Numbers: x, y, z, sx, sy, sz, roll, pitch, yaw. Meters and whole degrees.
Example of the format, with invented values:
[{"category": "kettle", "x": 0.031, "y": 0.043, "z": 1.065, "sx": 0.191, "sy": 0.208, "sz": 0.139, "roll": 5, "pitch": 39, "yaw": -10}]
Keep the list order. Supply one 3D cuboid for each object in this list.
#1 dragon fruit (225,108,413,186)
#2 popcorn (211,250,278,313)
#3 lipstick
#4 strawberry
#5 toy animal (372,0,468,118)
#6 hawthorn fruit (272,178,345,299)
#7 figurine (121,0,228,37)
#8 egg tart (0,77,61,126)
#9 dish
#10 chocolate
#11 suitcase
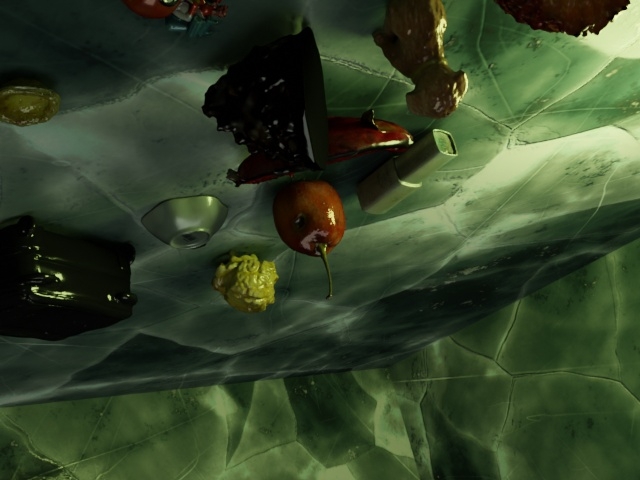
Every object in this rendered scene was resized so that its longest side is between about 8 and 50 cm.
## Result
[{"category": "dragon fruit", "x": -0.004, "y": -0.172, "z": 1.379, "sx": 0.344, "sy": 0.100, "sz": 0.282, "roll": -13, "pitch": -172, "yaw": 5}, {"category": "popcorn", "x": -0.191, "y": 0.107, "z": 1.954, "sx": 0.180, "sy": 0.170, "sz": 0.180, "roll": -22, "pitch": 176, "yaw": -1}, {"category": "lipstick", "x": 0.184, "y": -0.148, "z": 1.660, "sx": 0.077, "sy": 0.079, "sz": 0.253, "roll": 4, "pitch": 151, "yaw": -37}, {"category": "strawberry", "x": 0.319, "y": -0.391, "z": 1.072, "sx": 0.234, "sy": 0.234, "sz": 0.178, "roll": -6, "pitch": -175, "yaw": -24}, {"category": "toy animal", "x": 0.165, "y": -0.287, "z": 1.149, "sx": 0.104, "sy": 0.185, "sz": 0.184, "roll": -7, "pitch": 157, "yaw": -16}, {"category": "hawthorn fruit", "x": 0.000, "y": 0.000, "z": 1.622, "sx": 0.165, "sy": 0.285, "sz": 0.165, "roll": -19, "pitch": 153, "yaw": -11}, {"category": "figurine", "x": -0.197, "y": -0.316, "z": 1.001, "sx": 0.140, "sy": 0.068, "sz": 0.075, "roll": 7, "pitch": 153, "yaw": -33}, {"category": "egg tart", "x": -0.440, "y": -0.209, "z": 1.133, "sx": 0.105, "sy": 0.039, "sz": 0.105, "roll": -13, "pitch": 159, "yaw": -5}, {"category": "dish", "x": -0.289, "y": -0.026, "z": 1.659, "sx": 0.191, "sy": 0.066, "sz": 0.190, "roll": -14, "pitch": 159, "yaw": -5}, {"category": "chocolate", "x": -0.088, "y": -0.204, "z": 1.181, "sx": 0.177, "sy": 0.224, "sz": 0.206, "roll": -3, "pitch": 131, "yaw": 10}, {"category": "suitcase", "x": -0.612, "y": 0.104, "z": 1.642, "sx": 0.339, "sy": 0.188, "sz": 0.345, "roll": -19, "pitch": 161, "yaw": 25}]
